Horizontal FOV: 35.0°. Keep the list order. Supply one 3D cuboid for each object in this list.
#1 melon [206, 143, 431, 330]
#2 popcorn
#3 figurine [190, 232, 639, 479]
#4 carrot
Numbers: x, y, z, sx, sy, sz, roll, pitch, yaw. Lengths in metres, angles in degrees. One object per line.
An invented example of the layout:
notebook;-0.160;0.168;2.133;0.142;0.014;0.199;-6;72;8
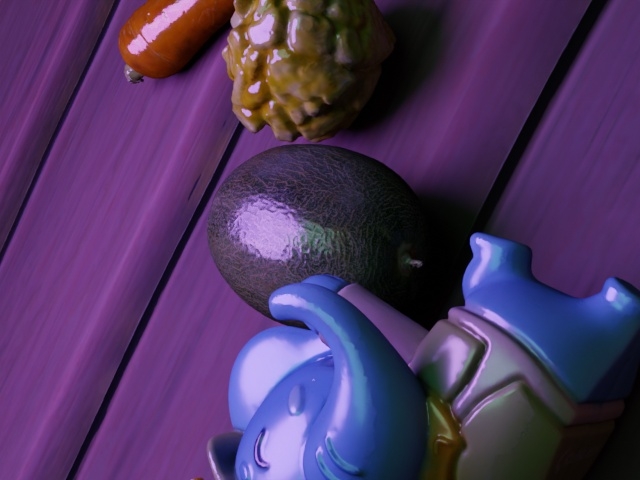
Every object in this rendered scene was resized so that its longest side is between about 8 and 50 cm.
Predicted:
melon;0.000;0.000;0.616;0.167;0.114;0.114;14;86;44
popcorn;-0.009;-0.127;0.674;0.116;0.121;0.106;3;44;37
figurine;0.038;0.097;0.521;0.180;0.154;0.262;34;105;1
carrot;-0.072;-0.204;0.798;0.256;0.061;0.061;-33;55;28
